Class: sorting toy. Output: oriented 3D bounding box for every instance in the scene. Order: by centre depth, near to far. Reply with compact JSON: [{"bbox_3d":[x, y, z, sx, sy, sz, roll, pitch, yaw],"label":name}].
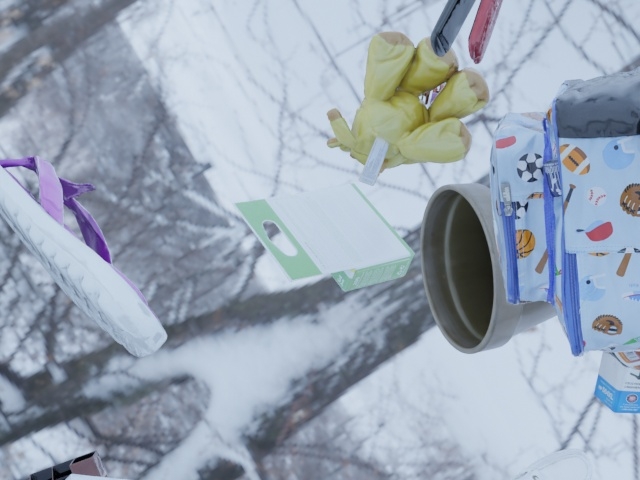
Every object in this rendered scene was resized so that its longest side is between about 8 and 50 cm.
[{"bbox_3d":[0.171,-0.211,1.743,0.102,0.042,0.061,-74,-4,-77],"label":"sorting toy"}]

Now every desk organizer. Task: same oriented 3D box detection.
[{"bbox_3d":[-0.438,0.410,1.959,0.047,0.130,0.050,-101,-9,-84],"label":"desk organizer"}]

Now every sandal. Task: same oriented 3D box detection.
[{"bbox_3d":[-0.296,-0.016,1.347,0.416,0.102,0.169,42,162,28],"label":"sandal"}]

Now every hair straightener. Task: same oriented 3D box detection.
[{"bbox_3d":[0.153,-0.290,1.148,0.089,0.230,0.047,13,169,27],"label":"hair straightener"}]

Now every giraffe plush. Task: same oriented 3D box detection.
[{"bbox_3d":[0.097,-0.148,1.464,0.181,0.210,0.170,39,171,-1],"label":"giraffe plush"}]

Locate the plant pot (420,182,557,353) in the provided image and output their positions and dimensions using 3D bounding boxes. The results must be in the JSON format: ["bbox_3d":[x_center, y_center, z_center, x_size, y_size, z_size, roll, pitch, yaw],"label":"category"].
[{"bbox_3d":[0.383,0.041,2.195,0.323,0.280,0.323,174,90,-72],"label":"plant pot"}]

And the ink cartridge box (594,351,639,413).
[{"bbox_3d":[0.612,0.215,2.126,0.086,0.148,0.203,-125,41,-68],"label":"ink cartridge box"}]

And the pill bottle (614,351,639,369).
[{"bbox_3d":[0.587,0.139,1.871,0.121,0.121,0.216,59,148,-2],"label":"pill bottle"}]

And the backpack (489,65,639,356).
[{"bbox_3d":[0.268,-0.020,1.088,0.276,0.213,0.263,-38,-63,-67],"label":"backpack"}]

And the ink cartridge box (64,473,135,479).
[{"bbox_3d":[-0.226,0.313,1.271,0.109,0.150,0.063,-44,43,45],"label":"ink cartridge box"}]

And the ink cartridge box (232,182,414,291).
[{"bbox_3d":[0.000,0.000,1.681,0.171,0.235,0.056,51,137,31],"label":"ink cartridge box"}]

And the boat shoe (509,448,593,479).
[{"bbox_3d":[0.356,0.452,1.963,0.098,0.277,0.096,56,175,13],"label":"boat shoe"}]
